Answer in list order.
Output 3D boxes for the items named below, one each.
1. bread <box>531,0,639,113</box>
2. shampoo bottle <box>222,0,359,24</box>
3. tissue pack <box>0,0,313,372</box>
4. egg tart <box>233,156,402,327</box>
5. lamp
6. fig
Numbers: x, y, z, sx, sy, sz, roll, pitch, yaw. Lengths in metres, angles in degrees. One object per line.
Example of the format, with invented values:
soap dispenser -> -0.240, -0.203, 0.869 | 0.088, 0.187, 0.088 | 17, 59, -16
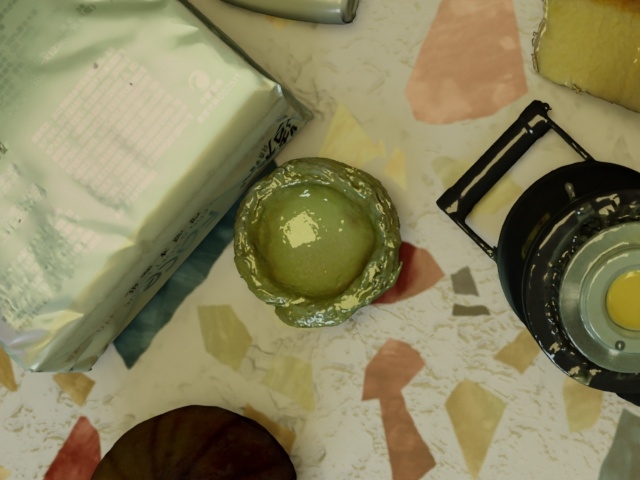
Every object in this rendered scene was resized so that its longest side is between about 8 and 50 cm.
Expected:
bread -> 0.311, -0.254, 1.814 | 0.178, 0.135, 0.240 | 11, 103, 12
shampoo bottle -> -0.086, -0.334, 1.951 | 0.284, 0.071, 0.153 | 11, 88, 11
tissue pack -> -0.265, -0.105, 1.910 | 0.332, 0.205, 0.405 | 43, 97, 11
egg tart -> 0.000, 0.000, 1.915 | 0.197, 0.078, 0.197 | -1, 85, 11
lamp -> 0.285, 0.025, 1.755 | 0.205, 0.272, 0.374 | -46, 79, 5
fig -> -0.136, 0.294, 1.873 | 0.235, 0.214, 0.235 | 2, 78, -12
